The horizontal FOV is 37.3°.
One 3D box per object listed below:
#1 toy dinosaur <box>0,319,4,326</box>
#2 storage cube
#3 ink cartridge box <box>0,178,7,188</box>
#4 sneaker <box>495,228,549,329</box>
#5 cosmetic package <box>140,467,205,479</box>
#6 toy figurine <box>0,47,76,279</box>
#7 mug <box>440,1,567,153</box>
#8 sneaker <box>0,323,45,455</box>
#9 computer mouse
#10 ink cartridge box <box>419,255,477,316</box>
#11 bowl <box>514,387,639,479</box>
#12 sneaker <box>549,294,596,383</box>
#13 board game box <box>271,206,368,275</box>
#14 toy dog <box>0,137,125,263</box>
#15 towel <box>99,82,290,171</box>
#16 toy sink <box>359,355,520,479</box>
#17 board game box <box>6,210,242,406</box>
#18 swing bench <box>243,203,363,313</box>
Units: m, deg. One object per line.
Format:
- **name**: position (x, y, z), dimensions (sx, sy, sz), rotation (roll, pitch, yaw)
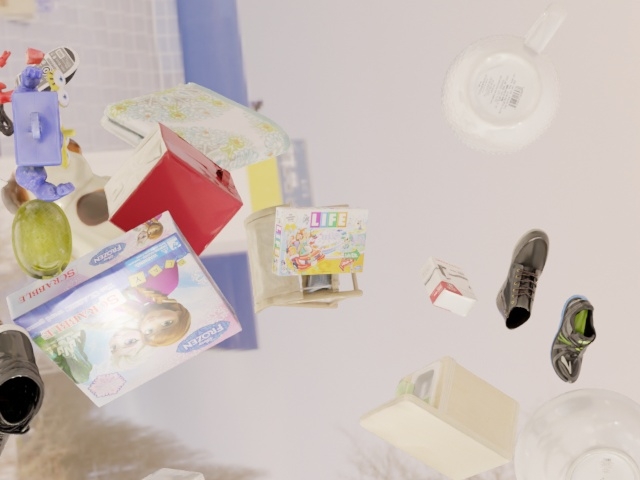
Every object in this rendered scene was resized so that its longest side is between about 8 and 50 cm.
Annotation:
- **toy dinosaur**: position (-0.844, 0.100, 2.105), dimensions (0.296, 0.127, 0.200), rotation (70, 23, -9)
- **storage cube**: position (-0.299, -0.091, 1.909), dimensions (0.215, 0.193, 0.184), rotation (-49, -152, 10)
- **ink cartridge box**: position (-0.725, -0.188, 1.591), dimensions (0.308, 0.385, 0.091), rotation (-15, -128, 57)
- **sneaker**: position (0.465, 0.090, 2.125), dimensions (0.118, 0.083, 0.222), rotation (-87, -168, -67)
- **cosmetic package**: position (-0.229, 0.577, 1.476), dimensions (0.156, 0.217, 0.385), rotation (-12, -81, 54)
- **toy figurine**: position (-0.448, -0.126, 1.393), dimensions (0.217, 0.191, 0.363), rotation (169, -81, -67)
- **mug**: position (0.439, -0.376, 2.169), dimensions (0.374, 0.276, 0.328), rotation (-56, 176, 9)
- **sneaker**: position (-0.517, 0.291, 1.482), dimensions (0.147, 0.104, 0.296), rotation (40, -70, 57)
- **computer mouse**: position (-0.511, -0.275, 1.705), dimensions (0.106, 0.193, 0.042), rotation (53, -6, 25)
- **ink cartridge box**: position (0.302, 0.107, 2.248), dimensions (0.056, 0.099, 0.135), rotation (-58, -154, 26)
- **bowl**: position (0.533, 0.447, 1.830), dimensions (0.134, 0.297, 0.298), rotation (-72, 159, -81)
- **sneaker**: position (0.524, 0.207, 1.959), dimensions (0.078, 0.067, 0.188), rotation (-128, -135, -73)
- **board game box**: position (0.000, 0.000, 1.477), dimensions (0.026, 0.154, 0.104), rotation (20, -71, 57)
- **toy dog**: position (-0.566, -0.053, 2.274), dimensions (0.408, 0.285, 0.395), rotation (38, -12, 0)
- **towel**: position (-0.309, -0.272, 2.349), dimensions (0.374, 0.320, 0.090), rotation (28, -55, 27)
- **toy sink**: position (0.210, 0.301, 1.671), dimensions (0.153, 0.234, 0.131), rotation (-39, -155, 47)
- **board game box**: position (-0.344, 0.135, 1.727), dimensions (0.066, 0.318, 0.318), rotation (60, -2, 41)
- **swing bench**: position (-0.051, 0.046, 2.474), dimensions (0.165, 0.254, 0.253), rotation (-34, -119, 57)
